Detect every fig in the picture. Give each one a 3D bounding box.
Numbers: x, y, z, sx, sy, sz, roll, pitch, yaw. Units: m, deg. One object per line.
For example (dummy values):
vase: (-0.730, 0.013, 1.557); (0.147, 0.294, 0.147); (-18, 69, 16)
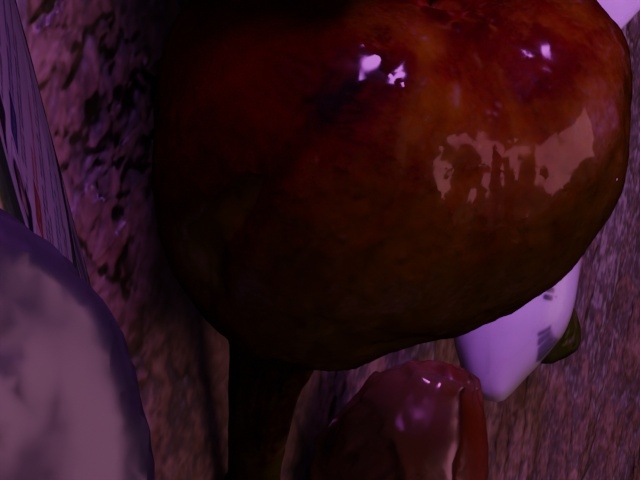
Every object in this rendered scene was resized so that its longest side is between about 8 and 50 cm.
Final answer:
fig: (0.008, 0.013, 0.799); (0.190, 0.190, 0.290); (-15, 125, -66)

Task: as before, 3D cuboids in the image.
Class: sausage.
sausage: (0.023, 0.266, 1.017); (0.094, 0.094, 0.419); (-139, -125, -82)

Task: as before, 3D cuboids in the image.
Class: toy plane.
toy plane: (0.106, -0.041, 1.092); (0.251, 0.101, 0.255); (17, 86, -68)

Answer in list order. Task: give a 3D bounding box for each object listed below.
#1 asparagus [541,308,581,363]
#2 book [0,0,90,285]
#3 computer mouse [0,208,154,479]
asparagus: (0.123, 0.026, 1.229); (0.178, 0.045, 0.041); (54, 32, -58)
book: (-0.097, -0.043, 0.566); (0.202, 0.027, 0.264); (-106, -175, -52)
computer mouse: (-0.164, 0.028, 0.355); (0.269, 0.100, 0.170); (36, 73, -24)
